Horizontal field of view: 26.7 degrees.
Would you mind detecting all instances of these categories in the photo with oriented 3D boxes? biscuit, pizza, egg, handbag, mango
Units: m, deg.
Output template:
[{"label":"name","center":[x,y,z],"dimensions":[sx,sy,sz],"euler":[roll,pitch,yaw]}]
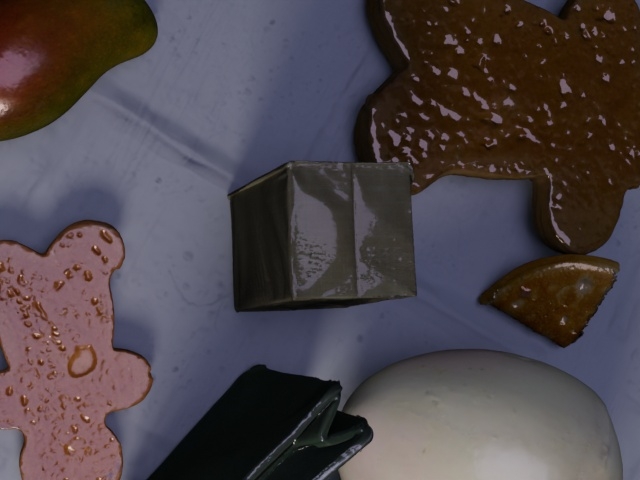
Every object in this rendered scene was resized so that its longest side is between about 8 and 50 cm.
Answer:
[{"label":"biscuit","center":[-0.295,0.148,1.509],"dimensions":[0.205,0.049,0.324],"euler":[-12,88,-19]},{"label":"pizza","center":[0.301,0.075,1.715],"dimensions":[0.178,0.041,0.131],"euler":[-25,116,11]},{"label":"biscuit","center":[0.236,-0.174,1.725],"dimensions":[0.394,0.076,0.368],"euler":[8,82,-16]},{"label":"egg","center":[0.182,0.262,1.544],"dimensions":[0.345,0.283,0.283],"euler":[16,79,-9]},{"label":"handbag","center":[-0.093,0.248,1.466],"dimensions":[0.260,0.247,0.079],"euler":[-40,105,-20]},{"label":"mango","center":[-0.314,-0.212,1.503],"dimensions":[0.289,0.129,0.146],"euler":[-42,97,-27]}]

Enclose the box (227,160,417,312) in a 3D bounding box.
[{"label":"box","center":[0.000,0.000,1.533],"dimensions":[0.155,0.231,0.149],"euler":[-1,84,-21]}]
